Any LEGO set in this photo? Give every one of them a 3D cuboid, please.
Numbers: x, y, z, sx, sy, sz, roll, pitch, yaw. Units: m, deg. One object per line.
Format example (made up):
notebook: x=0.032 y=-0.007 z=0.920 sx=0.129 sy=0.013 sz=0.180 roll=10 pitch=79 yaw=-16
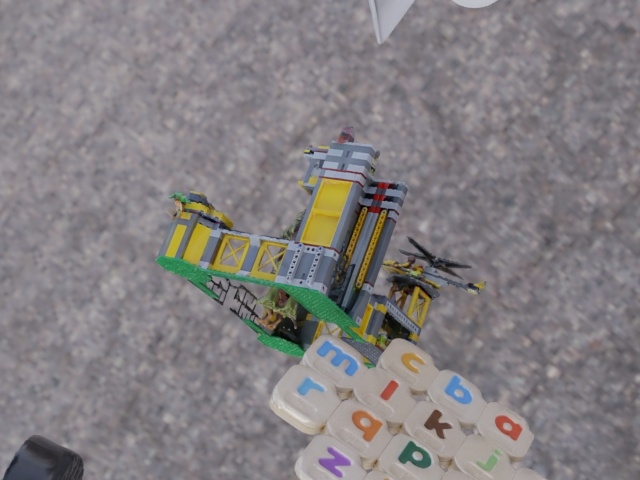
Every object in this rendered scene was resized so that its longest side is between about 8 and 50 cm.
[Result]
LEGO set: x=0.000 y=0.000 z=1.604 sx=0.255 sy=0.331 sz=0.192 roll=5 pitch=68 yaw=40

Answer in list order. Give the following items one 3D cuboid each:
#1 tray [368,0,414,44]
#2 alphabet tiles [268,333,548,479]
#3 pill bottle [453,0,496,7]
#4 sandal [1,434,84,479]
tray: x=0.084 y=-0.360 z=1.750 sx=0.030 sy=0.270 sz=0.145 roll=27 pitch=69 yaw=21
alphabet tiles: x=0.092 y=0.196 z=1.383 sx=0.021 sy=0.284 sz=0.278 roll=-60 pitch=-8 yaw=30
pill bottle: x=0.148 y=-0.282 z=1.452 sx=0.065 sy=0.065 sz=0.116 roll=-33 pitch=32 yaw=26
sandal: x=-0.305 y=0.343 z=1.077 sx=0.167 sy=0.107 sz=0.445 roll=100 pitch=-169 yaw=-66
